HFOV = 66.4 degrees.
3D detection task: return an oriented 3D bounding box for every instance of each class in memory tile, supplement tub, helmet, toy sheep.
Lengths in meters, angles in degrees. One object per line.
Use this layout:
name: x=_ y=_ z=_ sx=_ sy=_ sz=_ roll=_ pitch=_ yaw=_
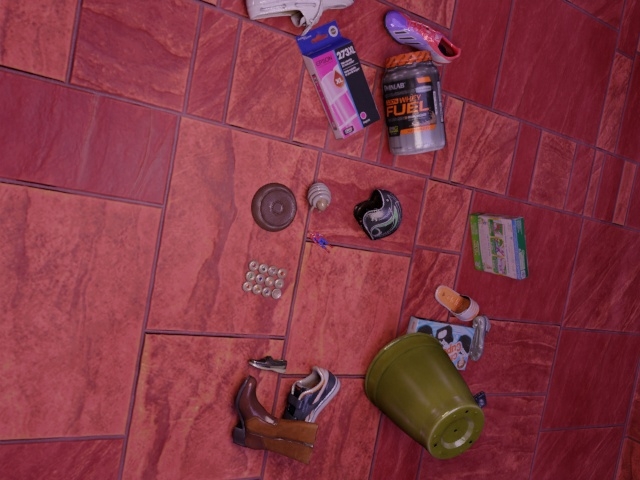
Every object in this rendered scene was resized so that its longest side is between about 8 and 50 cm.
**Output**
memory tile: x=-0.191 y=0.136 z=1.681 sx=0.147 sy=0.012 sz=0.113 roll=18 pitch=89 yaw=-28
supplement tub: x=0.331 y=-0.485 z=1.751 sx=0.207 sy=0.207 sz=0.338 roll=-16 pitch=103 yaw=-24
helmet: x=0.218 y=-0.096 z=1.775 sx=0.161 sy=0.169 sz=0.169 roll=-35 pitch=112 yaw=-2
toy sheep: x=-0.006 y=-0.153 z=1.685 sx=0.091 sy=0.132 sz=0.091 roll=-12 pitch=143 yaw=-9

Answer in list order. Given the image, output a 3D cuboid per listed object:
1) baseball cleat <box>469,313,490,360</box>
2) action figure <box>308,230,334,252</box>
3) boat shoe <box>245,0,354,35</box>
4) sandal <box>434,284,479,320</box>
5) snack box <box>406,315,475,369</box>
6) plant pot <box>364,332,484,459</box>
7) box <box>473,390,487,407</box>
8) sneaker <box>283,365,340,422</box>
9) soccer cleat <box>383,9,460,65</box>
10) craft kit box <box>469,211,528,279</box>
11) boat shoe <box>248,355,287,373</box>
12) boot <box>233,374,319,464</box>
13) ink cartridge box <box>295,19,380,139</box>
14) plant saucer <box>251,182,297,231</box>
baseball cleat: x=0.707 y=0.427 z=2.152 sx=0.109 sy=0.072 sz=0.206 roll=-8 pitch=110 yaw=-40
action figure: x=0.000 y=0.000 z=1.752 sx=0.115 sy=0.030 sz=0.038 roll=39 pitch=84 yaw=-24
boat shoe: x=-0.056 y=-0.730 z=1.558 sx=0.366 sy=0.135 sz=0.157 roll=-9 pitch=101 yaw=-23
sandal: x=0.590 y=0.274 z=2.065 sx=0.265 sy=0.076 sz=0.102 roll=29 pitch=84 yaw=-28
snack box: x=0.493 y=0.432 z=2.047 sx=0.321 sy=0.060 sz=0.187 roll=13 pitch=92 yaw=-28
plant pot: x=0.403 y=0.591 z=1.813 sx=0.366 sy=0.353 sz=0.367 roll=-9 pitch=115 yaw=-19
box: x=0.718 y=0.735 z=2.230 sx=0.083 sy=0.018 sz=0.067 roll=-21 pitch=106 yaw=-24
sneaker: x=-0.072 y=0.591 z=1.746 sx=0.127 sy=0.126 sz=0.321 roll=46 pitch=71 yaw=-25
soccer cleat: x=0.373 y=-0.746 z=1.785 sx=0.318 sy=0.116 sz=0.109 roll=22 pitch=87 yaw=-28
craft kit box: x=0.726 y=0.018 z=2.004 sx=0.060 sy=0.246 sz=0.250 roll=-17 pitch=105 yaw=-27
boat shoe: x=-0.182 y=0.426 z=1.708 sx=0.152 sy=0.056 sz=0.049 roll=23 pitch=82 yaw=-37
boot: x=-0.146 y=0.599 z=1.636 sx=0.280 sy=0.096 sz=0.264 roll=9 pitch=94 yaw=12
ink cartridge box: x=0.065 y=-0.554 z=1.689 sx=0.175 sy=0.069 sz=0.371 roll=-31 pitch=108 yaw=-20
plant saucer: x=-0.151 y=-0.111 z=1.658 sx=0.168 sy=0.029 sz=0.169 roll=-4 pitch=100 yaw=-26
